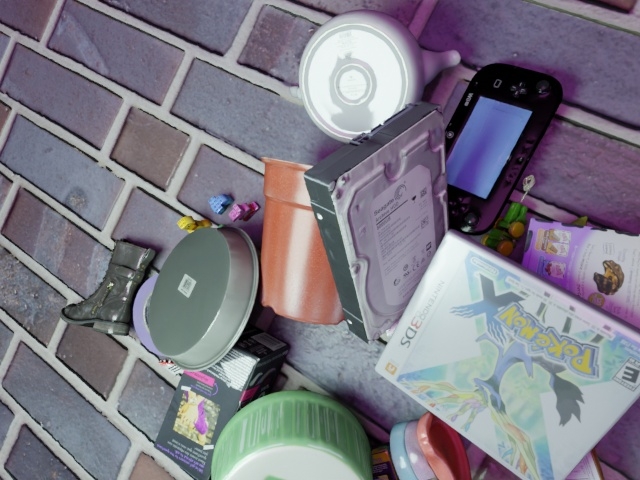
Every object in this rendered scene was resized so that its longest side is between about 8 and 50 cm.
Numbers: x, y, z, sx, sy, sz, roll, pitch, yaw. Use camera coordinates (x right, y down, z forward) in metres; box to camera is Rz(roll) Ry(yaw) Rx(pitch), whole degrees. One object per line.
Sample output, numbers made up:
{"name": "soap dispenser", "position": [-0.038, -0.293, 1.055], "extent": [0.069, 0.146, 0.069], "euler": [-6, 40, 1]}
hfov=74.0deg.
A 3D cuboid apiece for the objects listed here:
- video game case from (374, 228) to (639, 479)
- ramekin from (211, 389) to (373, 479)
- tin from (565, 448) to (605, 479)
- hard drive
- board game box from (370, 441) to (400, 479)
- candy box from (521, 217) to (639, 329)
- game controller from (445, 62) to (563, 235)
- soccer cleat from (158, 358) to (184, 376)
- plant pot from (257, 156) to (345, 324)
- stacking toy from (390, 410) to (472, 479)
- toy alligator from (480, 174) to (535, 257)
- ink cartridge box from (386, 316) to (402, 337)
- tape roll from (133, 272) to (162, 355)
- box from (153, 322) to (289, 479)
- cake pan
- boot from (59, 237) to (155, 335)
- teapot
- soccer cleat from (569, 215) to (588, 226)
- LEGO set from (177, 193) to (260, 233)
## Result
{"name": "video game case", "position": [0.281, 0.189, 0.669], "extent": [0.328, 0.036, 0.300], "euler": [32, 116, 22]}
{"name": "ramekin", "position": [-0.047, 0.434, 0.730], "extent": [0.302, 0.148, 0.304], "euler": [0, 95, -4]}
{"name": "tin", "position": [0.399, 0.360, 0.698], "extent": [0.106, 0.040, 0.190], "euler": [-20, 100, 20]}
{"name": "hard drive", "position": [0.115, -0.016, 0.685], "extent": [0.236, 0.339, 0.064], "euler": [-37, 42, -24]}
{"name": "board game box", "position": [0.082, 0.497, 0.843], "extent": [0.170, 0.048, 0.141], "euler": [-21, 78, 16]}
{"name": "candy box", "position": [0.422, 0.066, 0.672], "extent": [0.196, 0.070, 0.165], "euler": [12, 73, 25]}
{"name": "game controller", "position": [0.308, -0.173, 0.800], "extent": [0.166, 0.067, 0.320], "euler": [28, 95, 19]}
{"name": "soccer cleat", "position": [-0.351, 0.304, 1.010], "extent": [0.083, 0.029, 0.036], "euler": [4, 84, 14]}
{"name": "plant pot", "position": [0.000, 0.000, 0.803], "extent": [0.272, 0.272, 0.266], "euler": [14, 98, 19]}
{"name": "stacking toy", "position": [0.191, 0.467, 0.697], "extent": [0.130, 0.279, 0.309], "euler": [-32, 78, 25]}
{"name": "toy alligator", "position": [0.357, -0.026, 0.786], "extent": [0.051, 0.056, 0.190], "euler": [29, 94, -25]}
{"name": "ink cartridge box", "position": [0.190, 0.148, 0.807], "extent": [0.122, 0.088, 0.052], "euler": [-10, 82, 18]}
{"name": "tape roll", "position": [-0.332, 0.167, 0.985], "extent": [0.188, 0.080, 0.189], "euler": [-1, 86, 19]}
{"name": "box", "position": [-0.199, 0.320, 0.885], "extent": [0.143, 0.165, 0.271], "euler": [25, 95, 18]}
{"name": "cake pan", "position": [-0.239, 0.100, 0.824], "extent": [0.292, 0.054, 0.294], "euler": [-20, 57, 34]}
{"name": "boot", "position": [-0.522, 0.107, 1.057], "extent": [0.262, 0.091, 0.229], "euler": [4, 76, 30]}
{"name": "teapot", "position": [0.087, -0.318, 0.829], "extent": [0.256, 0.187, 0.253], "euler": [38, 126, 0]}
{"name": "soccer cleat", "position": [0.501, 0.032, 0.728], "extent": [0.072, 0.060, 0.179], "euler": [-46, 71, 9]}
{"name": "LEGO set", "position": [-0.261, -0.034, 0.967], "extent": [0.227, 0.093, 0.087], "euler": [-43, 75, 11]}
